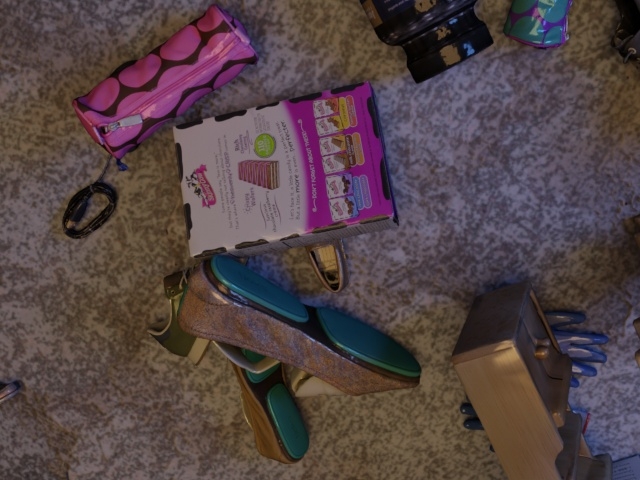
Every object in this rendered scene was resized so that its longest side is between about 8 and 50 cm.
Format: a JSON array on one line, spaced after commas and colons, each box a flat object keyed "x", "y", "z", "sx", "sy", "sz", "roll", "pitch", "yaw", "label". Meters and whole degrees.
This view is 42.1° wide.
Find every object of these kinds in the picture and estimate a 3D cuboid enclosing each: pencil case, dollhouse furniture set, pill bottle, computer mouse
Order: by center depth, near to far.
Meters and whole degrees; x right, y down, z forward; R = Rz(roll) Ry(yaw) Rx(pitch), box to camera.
[{"x": 0.372, "y": 0.139, "z": 0.829, "sx": 0.394, "sy": 0.362, "sz": 0.256, "roll": -21, "pitch": 102, "yaw": 26, "label": "dollhouse furniture set"}, {"x": 0.093, "y": -0.284, "z": 0.875, "sx": 0.122, "sy": 0.123, "sz": 0.219, "roll": -26, "pitch": 99, "yaw": 12, "label": "pill bottle"}, {"x": 0.251, "y": -0.282, "z": 0.887, "sx": 0.070, "sy": 0.064, "sz": 0.152, "roll": 21, "pitch": 106, "yaw": 15, "label": "pencil case"}, {"x": -0.167, "y": -0.175, "z": 0.920, "sx": 0.209, "sy": 0.098, "sz": 0.095, "roll": -38, "pitch": 101, "yaw": -4, "label": "pencil case"}, {"x": -0.260, "y": -0.105, "z": 1.005, "sx": 0.071, "sy": 0.041, "sz": 0.242, "roll": 25, "pitch": 106, "yaw": -1, "label": "computer mouse"}]

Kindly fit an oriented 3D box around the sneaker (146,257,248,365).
[{"x": -0.151, "y": 0.059, "z": 1.019, "sx": 0.086, "sy": 0.064, "sz": 0.192, "roll": 25, "pitch": 108, "yaw": -4, "label": "sneaker"}]

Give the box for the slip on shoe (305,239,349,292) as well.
[{"x": 0.000, "y": 0.000, "z": 0.999, "sx": 0.051, "sy": 0.041, "sz": 0.135, "roll": -14, "pitch": 102, "yaw": 10, "label": "slip on shoe"}]

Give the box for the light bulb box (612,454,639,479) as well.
[{"x": 0.262, "y": 0.465, "z": 0.919, "sx": 0.357, "sy": 0.361, "sz": 0.225, "roll": -22, "pitch": 100, "yaw": 12, "label": "light bulb box"}]

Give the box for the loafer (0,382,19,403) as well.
[{"x": -0.462, "y": 0.214, "z": 1.109, "sx": 0.125, "sy": 0.045, "sz": 0.039, "roll": -27, "pitch": 93, "yaw": 15, "label": "loafer"}]

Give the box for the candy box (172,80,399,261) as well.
[{"x": -0.039, "y": -0.073, "z": 0.944, "sx": 0.233, "sy": 0.071, "sz": 0.159, "roll": -11, "pitch": 78, "yaw": 9, "label": "candy box"}]

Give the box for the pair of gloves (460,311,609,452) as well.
[{"x": 0.261, "y": 0.176, "z": 1.022, "sx": 0.159, "sy": 0.023, "sz": 0.198, "roll": 11, "pitch": 104, "yaw": 6, "label": "pair of gloves"}]

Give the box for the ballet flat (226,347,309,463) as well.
[{"x": -0.082, "y": 0.175, "z": 1.039, "sx": 0.073, "sy": 0.080, "sz": 0.232, "roll": -8, "pitch": 102, "yaw": 39, "label": "ballet flat"}]

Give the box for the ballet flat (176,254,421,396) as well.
[{"x": -0.028, "y": 0.122, "z": 0.973, "sx": 0.316, "sy": 0.107, "sz": 0.106, "roll": 29, "pitch": 109, "yaw": -21, "label": "ballet flat"}]

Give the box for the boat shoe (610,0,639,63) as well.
[{"x": 0.338, "y": -0.224, "z": 0.867, "sx": 0.076, "sy": 0.080, "sz": 0.228, "roll": -24, "pitch": 115, "yaw": 8, "label": "boat shoe"}]
